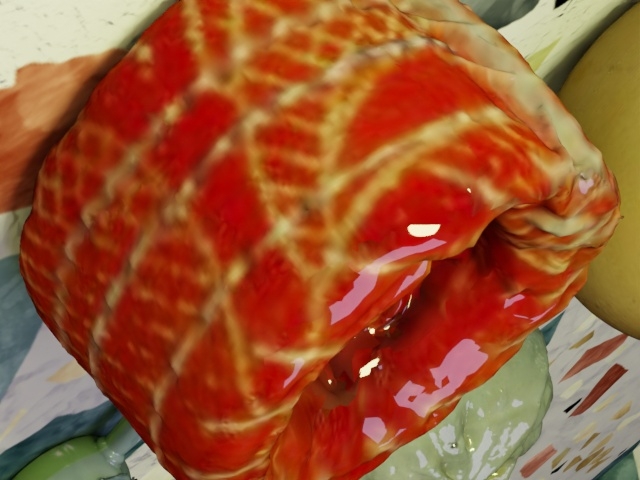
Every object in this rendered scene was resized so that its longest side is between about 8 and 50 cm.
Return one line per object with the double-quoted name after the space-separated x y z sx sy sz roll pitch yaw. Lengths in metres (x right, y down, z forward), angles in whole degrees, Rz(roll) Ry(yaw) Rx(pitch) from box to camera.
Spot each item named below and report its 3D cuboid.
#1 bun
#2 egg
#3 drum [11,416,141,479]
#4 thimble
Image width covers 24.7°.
0.100 0.215 1.553 0.354 0.194 0.354 -32 155 -17 "bun"
0.356 -0.079 1.256 0.374 0.301 0.301 -44 158 5 "egg"
-0.165 0.176 1.251 0.253 0.049 0.130 -39 158 -1 "drum"
0.000 0.000 0.944 0.350 0.230 0.350 -33 158 -15 "thimble"
